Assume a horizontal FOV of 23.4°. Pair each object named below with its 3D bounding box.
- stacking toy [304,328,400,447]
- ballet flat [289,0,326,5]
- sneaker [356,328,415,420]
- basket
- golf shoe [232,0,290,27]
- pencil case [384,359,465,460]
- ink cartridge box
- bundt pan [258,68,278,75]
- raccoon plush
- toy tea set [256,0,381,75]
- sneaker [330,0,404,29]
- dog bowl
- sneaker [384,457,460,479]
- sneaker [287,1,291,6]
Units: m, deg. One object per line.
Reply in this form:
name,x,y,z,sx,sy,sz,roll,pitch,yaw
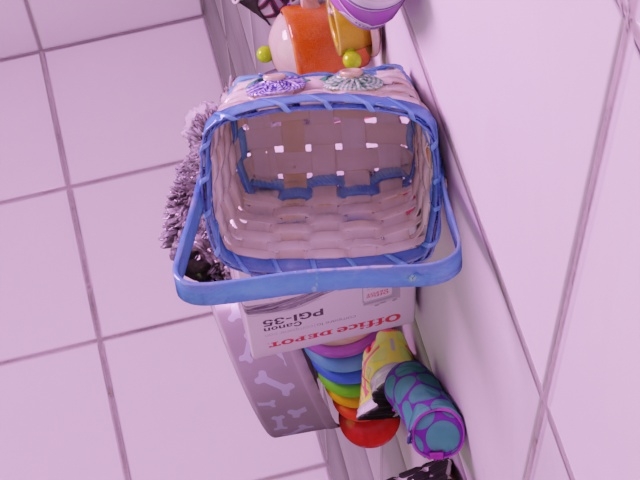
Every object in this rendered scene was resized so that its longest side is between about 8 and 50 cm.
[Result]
stacking toy,0.052,0.171,2.133,0.330,0.141,0.141,73,179,-48
ballet flat,-0.031,-0.383,1.853,0.072,0.068,0.213,-120,18,-71
sneaker,0.088,0.172,1.981,0.208,0.081,0.094,108,156,-67
basket,-0.005,-0.043,1.451,0.289,0.255,0.201,-92,-3,-51
golf shoe,-0.071,-0.346,2.097,0.273,0.120,0.105,82,171,-51
pencil case,0.116,0.193,1.755,0.151,0.064,0.070,-117,40,-70
ink cartridge box,0.000,0.000,1.730,0.283,0.207,0.117,85,171,-57
bundt pan,-0.037,-0.108,2.283,0.331,0.124,0.330,167,90,-85
raccoon plush,-0.110,-0.142,1.962,0.446,0.216,0.299,52,142,43
toy tea set,-0.032,-0.321,1.714,0.200,0.124,0.336,100,156,-77
sneaker,0.009,-0.330,1.443,0.161,0.102,0.282,101,155,-84
dog bowl,-0.081,0.131,2.270,0.349,0.102,0.348,-23,-90,-89
sneaker,0.129,0.331,1.787,0.279,0.107,0.118,-130,18,-83
sneaker,-0.027,-0.287,2.030,0.068,0.071,0.170,-110,9,-48
